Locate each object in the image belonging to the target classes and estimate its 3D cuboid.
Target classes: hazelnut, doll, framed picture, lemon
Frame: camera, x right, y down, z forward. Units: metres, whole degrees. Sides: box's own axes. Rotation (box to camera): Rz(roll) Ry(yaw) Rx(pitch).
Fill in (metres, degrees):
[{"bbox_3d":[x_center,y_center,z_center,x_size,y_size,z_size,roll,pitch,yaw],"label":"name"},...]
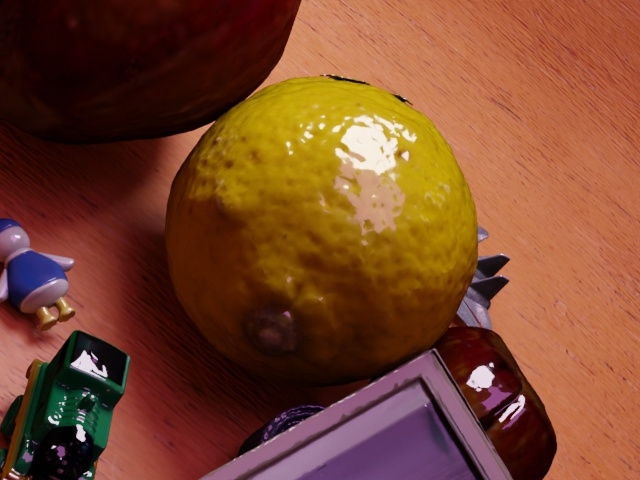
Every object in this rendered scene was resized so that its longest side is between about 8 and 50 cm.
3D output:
[{"bbox_3d":[-0.216,-0.276,1.661,0.421,0.421,0.353,-54,130,-52],"label":"hazelnut"},{"bbox_3d":[-0.312,0.029,1.562,0.099,0.057,0.143,-29,73,-30],"label":"doll"},{"bbox_3d":[0.027,0.336,1.446,0.446,0.028,0.326,-27,79,-30],"label":"framed picture"},{"bbox_3d":[0.157,0.219,1.701,0.218,0.218,0.234,18,25,-29],"label":"hazelnut"},{"bbox_3d":[0.000,0.000,1.637,0.350,0.350,0.387,33,33,-12],"label":"lemon"}]

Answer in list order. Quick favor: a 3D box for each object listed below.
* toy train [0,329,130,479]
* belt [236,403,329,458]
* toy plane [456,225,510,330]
[{"bbox_3d":[-0.244,0.178,1.405,0.091,0.136,0.228,29,28,-17],"label":"toy train"},{"bbox_3d":[0.015,0.280,1.557,0.230,0.126,0.139,43,63,0],"label":"belt"},{"bbox_3d":[0.115,0.016,1.935,0.267,0.088,0.212,23,40,-12],"label":"toy plane"}]
